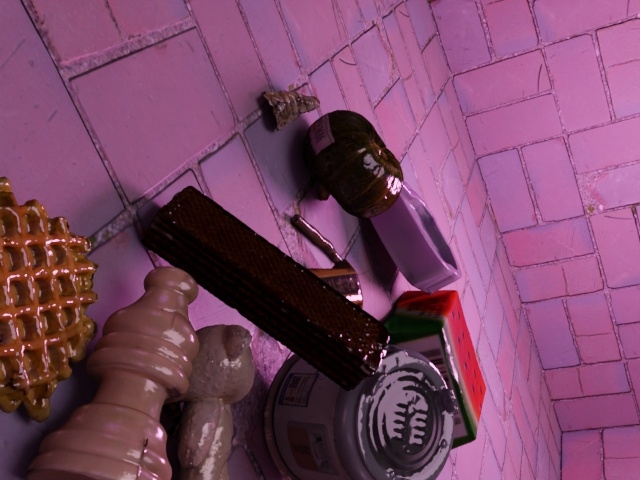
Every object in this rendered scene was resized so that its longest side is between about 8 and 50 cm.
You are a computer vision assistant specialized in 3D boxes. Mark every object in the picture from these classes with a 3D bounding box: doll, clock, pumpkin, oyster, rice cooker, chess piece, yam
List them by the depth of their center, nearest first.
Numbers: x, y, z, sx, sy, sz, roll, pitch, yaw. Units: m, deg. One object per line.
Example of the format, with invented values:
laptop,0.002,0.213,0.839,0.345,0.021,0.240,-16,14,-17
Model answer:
chess piece,-0.221,0.157,0.871,0.124,0.139,0.307,84,12,-49
doll,-0.167,0.252,0.986,0.150,0.175,0.277,7,78,-25
rice cooker,0.057,0.299,1.223,0.264,0.317,0.316,-22,99,-37
oyster,-0.063,-0.287,1.525,0.106,0.061,0.199,65,27,-23
yam,0.001,0.001,1.565,0.234,0.029,0.027,45,66,-52
pumpkin,0.061,-0.156,1.602,0.260,0.189,0.260,44,21,-22
clock,0.241,-0.022,1.920,0.338,0.102,0.338,51,18,-23

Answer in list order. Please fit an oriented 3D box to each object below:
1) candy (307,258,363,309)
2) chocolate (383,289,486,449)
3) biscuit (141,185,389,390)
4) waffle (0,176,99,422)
candy,-0.006,0.106,1.412,0.271,0.101,0.143,2,71,-60
chocolate,0.304,0.323,1.891,0.341,0.162,0.359,-40,114,-67
biscuit,-0.074,0.070,1.060,0.388,0.073,0.107,35,32,-1
waffle,-0.330,0.061,0.789,0.243,0.059,0.237,57,28,-42
